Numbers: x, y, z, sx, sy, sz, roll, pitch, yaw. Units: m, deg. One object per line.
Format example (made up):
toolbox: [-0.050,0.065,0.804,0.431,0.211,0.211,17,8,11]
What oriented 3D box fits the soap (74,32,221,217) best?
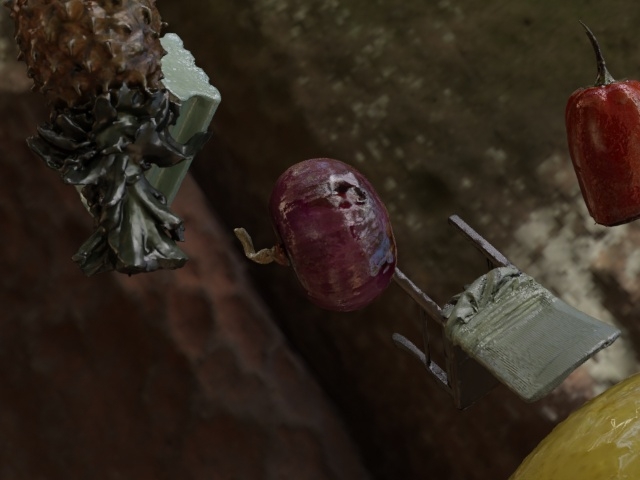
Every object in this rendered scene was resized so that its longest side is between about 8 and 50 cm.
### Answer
soap: [-0.184,-0.105,1.651,0.114,0.063,0.198,54,-49,34]

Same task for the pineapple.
pineapple: [-0.190,-0.118,1.483,0.141,0.170,0.310,150,-71,-78]

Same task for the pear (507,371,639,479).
pear: [0.209,0.212,0.682,0.348,0.348,0.348,26,-46,30]

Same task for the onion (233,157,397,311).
onion: [0.010,-0.004,1.786,0.177,0.153,0.177,41,-1,1]

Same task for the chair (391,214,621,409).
chair: [0.229,0.124,2.025,0.319,0.160,0.186,40,-26,40]

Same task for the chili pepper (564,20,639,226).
chili pepper: [0.270,-0.114,1.492,0.084,0.086,0.192,6,-65,66]
